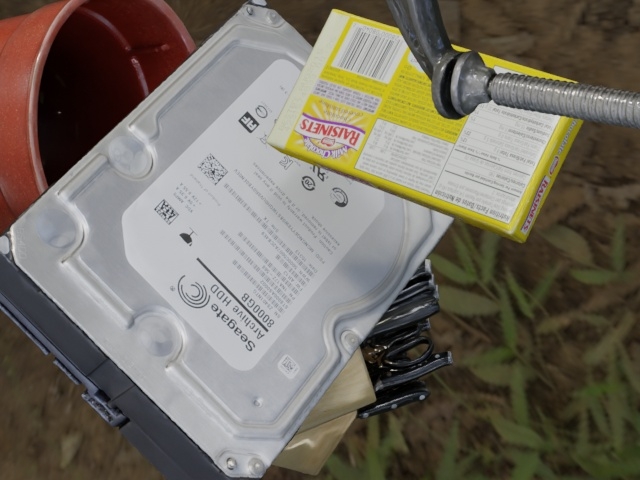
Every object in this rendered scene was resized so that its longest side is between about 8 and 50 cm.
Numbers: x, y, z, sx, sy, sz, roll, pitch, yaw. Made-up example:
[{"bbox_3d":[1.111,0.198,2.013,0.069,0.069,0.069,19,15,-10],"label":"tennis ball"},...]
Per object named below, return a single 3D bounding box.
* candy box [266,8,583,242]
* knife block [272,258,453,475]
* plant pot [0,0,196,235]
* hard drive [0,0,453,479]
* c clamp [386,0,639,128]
[{"bbox_3d":[0.067,-0.078,1.094,0.206,0.027,0.105,23,85,36],"label":"candy box"},{"bbox_3d":[-0.012,0.105,1.666,0.276,0.088,0.242,19,113,-30],"label":"knife block"},{"bbox_3d":[-0.292,-0.108,1.659,0.265,0.272,0.272,0,99,32],"label":"plant pot"},{"bbox_3d":[-0.060,-0.003,1.202,0.237,0.064,0.339,46,48,-6],"label":"hard drive"},{"bbox_3d":[0.079,-0.054,0.484,0.022,0.161,0.137,-41,135,-34],"label":"c clamp"}]
